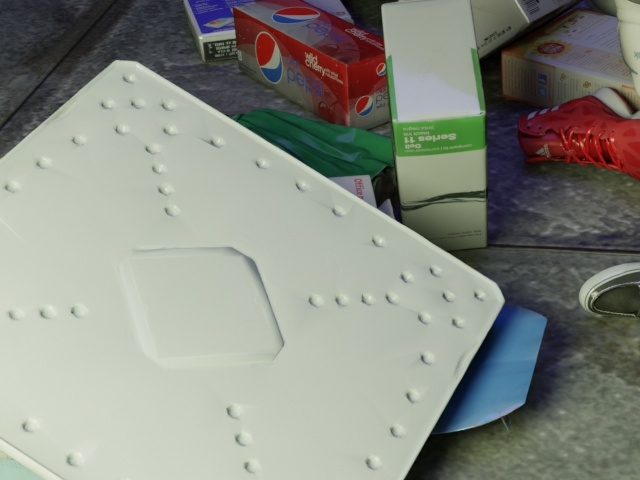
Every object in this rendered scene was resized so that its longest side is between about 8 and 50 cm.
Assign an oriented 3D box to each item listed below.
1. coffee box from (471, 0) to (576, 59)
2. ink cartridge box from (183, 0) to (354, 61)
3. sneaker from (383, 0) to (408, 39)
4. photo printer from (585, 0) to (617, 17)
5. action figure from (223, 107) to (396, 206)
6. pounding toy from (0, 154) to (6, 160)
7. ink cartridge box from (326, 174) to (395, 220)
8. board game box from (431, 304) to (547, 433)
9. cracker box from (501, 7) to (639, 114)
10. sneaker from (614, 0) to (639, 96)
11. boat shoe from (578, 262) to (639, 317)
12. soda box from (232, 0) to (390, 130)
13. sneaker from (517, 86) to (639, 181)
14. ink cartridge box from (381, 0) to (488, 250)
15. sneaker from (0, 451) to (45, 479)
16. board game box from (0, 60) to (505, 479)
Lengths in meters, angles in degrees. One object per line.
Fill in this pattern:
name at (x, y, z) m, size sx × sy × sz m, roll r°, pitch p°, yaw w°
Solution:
coffee box at (0.231, -0.296, 1.748) m, size 0.141 × 0.098 × 0.246 m, roll -31°, pitch 1°, yaw 38°
ink cartridge box at (-0.076, -0.308, 1.951) m, size 0.206 × 0.045 × 0.208 m, roll -9°, pitch 31°, yaw -8°
sneaker at (0.143, -0.274, 1.839) m, size 0.106 × 0.078 × 0.234 m, roll 8°, pitch 32°, yaw 8°
photo printer at (0.503, -0.322, 1.839) m, size 0.256 × 0.107 × 0.307 m, roll -15°, pitch 32°, yaw -19°
action figure at (-0.021, -0.097, 1.555) m, size 0.232 × 0.063 × 0.137 m, roll 22°, pitch 41°, yaw 32°
pounding toy at (-0.381, -0.029, 1.444) m, size 0.141 × 0.100 × 0.130 m, roll 8°, pitch 32°, yaw 21°
ink cartridge box at (0.000, 0.000, 1.354) m, size 0.143 × 0.090 × 0.092 m, roll -4°, pitch 30°, yaw -1°
board game box at (0.119, 0.116, 1.190) m, size 0.133 × 0.033 × 0.169 m, roll -8°, pitch 30°, yaw 24°
cracker box at (0.348, -0.195, 1.676) m, size 0.232 × 0.067 × 0.155 m, roll 23°, pitch 41°, yaw 40°
sneaker at (0.368, -0.227, 1.562) m, size 0.111 × 0.129 × 0.297 m, roll 6°, pitch 16°, yaw 22°
boat shoe at (0.302, 0.047, 1.277) m, size 0.142 × 0.049 × 0.040 m, roll -6°, pitch 30°, yaw -8°
soda box at (-0.005, -0.219, 1.738) m, size 0.083 × 0.092 × 0.263 m, roll -20°, pitch 33°, yaw -27°
sneaker at (0.283, -0.091, 1.510) m, size 0.128 × 0.087 × 0.221 m, roll -17°, pitch 19°, yaw -5°
ink cartridge box at (0.110, -0.105, 1.370) m, size 0.086 × 0.208 × 0.153 m, roll -6°, pitch 53°, yaw 3°
sneaker at (-0.259, 0.080, 1.128) m, size 0.319 × 0.208 × 0.127 m, roll 22°, pitch 37°, yaw 37°
board game box at (-0.096, 0.063, 1.095) m, size 0.390 × 0.050 × 0.390 m, roll 32°, pitch 45°, yaw 6°
